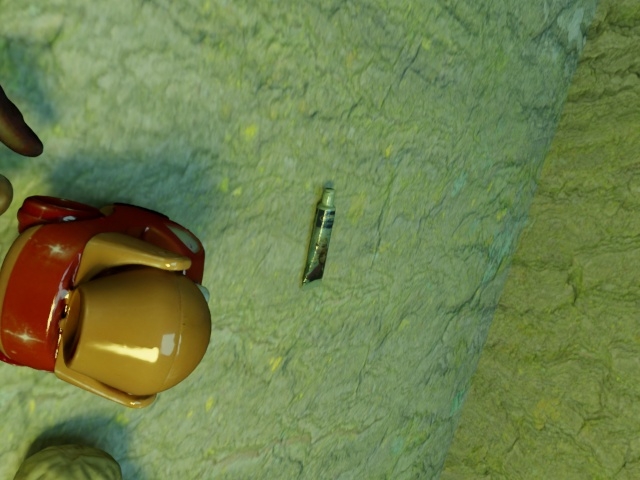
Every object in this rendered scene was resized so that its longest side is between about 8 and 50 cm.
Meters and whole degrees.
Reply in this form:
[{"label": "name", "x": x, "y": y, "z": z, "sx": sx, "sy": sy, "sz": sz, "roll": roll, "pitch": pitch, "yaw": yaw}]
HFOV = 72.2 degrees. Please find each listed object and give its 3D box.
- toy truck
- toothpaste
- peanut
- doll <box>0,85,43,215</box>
[{"label": "toy truck", "x": -0.203, "y": 0.067, "z": 0.490, "sx": 0.265, "sy": 0.239, "sz": 0.189, "roll": -1, "pitch": 108, "yaw": -74}, {"label": "toothpaste", "x": 0.000, "y": 0.000, "z": 0.877, "sx": 0.062, "sy": 0.037, "sz": 0.216, "roll": -10, "pitch": 118, "yaw": -47}, {"label": "peanut", "x": -0.326, "y": 0.378, "z": 0.616, "sx": 0.123, "sy": 0.123, "sz": 0.256, "roll": -37, "pitch": 133, "yaw": -32}, {"label": "doll", "x": -0.383, "y": 0.012, "z": 0.319, "sx": 0.318, "sy": 0.209, "sz": 0.339, "roll": 5, "pitch": 99, "yaw": -56}]
